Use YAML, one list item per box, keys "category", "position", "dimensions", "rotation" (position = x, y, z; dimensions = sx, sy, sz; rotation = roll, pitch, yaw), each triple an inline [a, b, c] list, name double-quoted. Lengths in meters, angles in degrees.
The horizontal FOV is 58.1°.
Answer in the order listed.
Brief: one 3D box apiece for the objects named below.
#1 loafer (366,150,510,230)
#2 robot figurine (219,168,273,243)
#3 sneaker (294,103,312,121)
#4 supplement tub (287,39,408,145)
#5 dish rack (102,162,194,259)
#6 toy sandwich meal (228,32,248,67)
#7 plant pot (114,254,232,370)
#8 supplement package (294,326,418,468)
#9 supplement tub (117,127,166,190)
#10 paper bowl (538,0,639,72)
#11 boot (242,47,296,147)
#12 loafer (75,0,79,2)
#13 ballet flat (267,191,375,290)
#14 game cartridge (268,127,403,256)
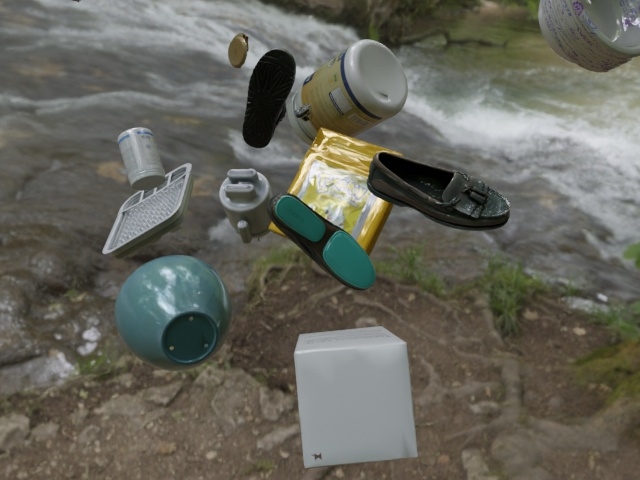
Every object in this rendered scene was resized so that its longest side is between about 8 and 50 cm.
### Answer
- category: "loafer"
  position: [0.211, -0.091, 1.035]
  dimensions: [0.267, 0.084, 0.096]
  rotation: [17, 60, 13]
- category: "robot figurine"
  position: [-0.281, -0.140, 2.295]
  dimensions: [0.200, 0.353, 0.300]
  rotation: [4, 59, 10]
- category: "sneaker"
  position: [-0.041, -0.344, 1.568]
  dimensions: [0.040, 0.043, 0.109]
  rotation: [-13, 16, 18]
- category: "supplement tub"
  position: [0.071, -0.415, 1.684]
  dimensions: [0.316, 0.228, 0.228]
  rotation: [-20, 12, 48]
- category: "dish rack"
  position: [-0.500, -0.081, 1.741]
  dimensions: [0.285, 0.072, 0.333]
  rotation: [-27, 31, 13]
- category: "toy sandwich meal"
  position: [-0.202, -0.475, 1.448]
  dimensions: [0.029, 0.085, 0.085]
  rotation: [-7, 35, -44]
- category: "plant pot"
  position: [-0.339, 0.200, 1.402]
  dimensions: [0.290, 0.290, 0.195]
  rotation: [-13, 19, -22]
- category: "supplement package"
  position: [0.051, 0.253, 0.992]
  dimensions: [0.175, 0.177, 0.293]
  rotation: [-5, -3, -1]
- category: "supplement tub"
  position: [-0.350, -0.159, 1.126]
  dimensions: [0.071, 0.071, 0.107]
  rotation: [-13, 76, -23]
- category: "paper bowl"
  position: [0.625, -0.528, 1.336]
  dimensions: [0.284, 0.148, 0.284]
  rotation: [6, 77, -26]
- category: "boot"
  position: [-0.160, -0.499, 1.910]
  dimensions: [0.131, 0.348, 0.260]
  rotation: [24, 34, -5]
- category: "loafer"
  position: [-0.262, -0.459, 0.859]
  dimensions: [0.319, 0.111, 0.112]
  rotation: [-54, 29, -18]
- category: "ballet flat"
  position: [0.000, 0.000, 1.211]
  dimensions: [0.095, 0.280, 0.096]
  rotation: [-51, 15, -17]
- category: "game cartridge"
  position: [0.051, -0.119, 1.523]
  dimensions: [0.285, 0.053, 0.323]
  rotation: [22, 81, 23]
